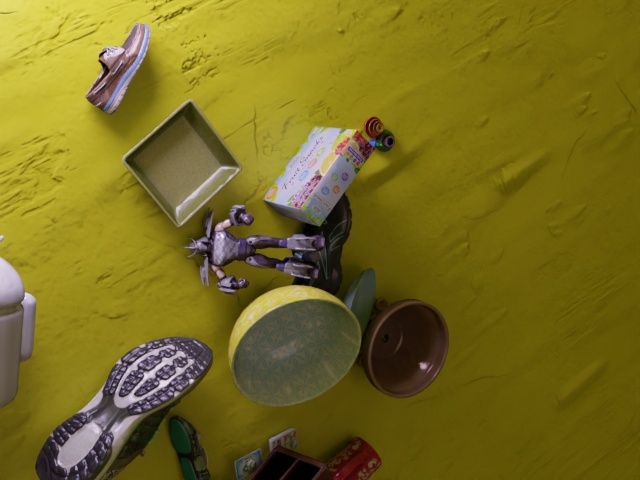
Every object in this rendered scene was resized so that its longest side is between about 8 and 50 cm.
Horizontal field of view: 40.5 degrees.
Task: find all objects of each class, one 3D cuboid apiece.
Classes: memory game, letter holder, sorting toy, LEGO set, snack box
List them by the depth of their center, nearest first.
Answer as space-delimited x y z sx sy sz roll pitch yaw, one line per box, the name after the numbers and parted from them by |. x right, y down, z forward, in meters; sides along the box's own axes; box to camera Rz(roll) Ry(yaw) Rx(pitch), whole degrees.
-0.007 -0.139 1.832 0.070 0.174 0.207 42 78 -29 | snack box
-0.062 0.654 1.937 0.214 0.152 0.301 -44 129 -36 | letter holder
0.140 -0.237 1.983 0.102 0.042 0.061 40 79 -33 | sorting toy
-0.151 0.552 1.986 0.244 0.060 0.182 -20 111 -40 | LEGO set
0.112 0.218 2.087 0.186 0.012 0.186 -8 105 -31 | memory game

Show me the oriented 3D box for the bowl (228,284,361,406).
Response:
-0.074 0.198 1.859 0.290 0.156 0.289 -12 125 -18 | bowl

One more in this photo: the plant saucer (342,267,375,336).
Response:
0.078 0.152 1.981 0.195 0.038 0.194 14 90 -72 | plant saucer

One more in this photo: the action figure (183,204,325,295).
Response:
-0.142 0.020 1.801 0.285 0.099 0.185 4 103 -13 | action figure

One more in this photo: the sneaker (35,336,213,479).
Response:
-0.379 0.361 1.761 0.410 0.158 0.182 -42 151 -20 | sneaker

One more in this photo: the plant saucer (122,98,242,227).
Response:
-0.279 -0.155 1.731 0.188 0.045 0.188 -45 121 -16 | plant saucer

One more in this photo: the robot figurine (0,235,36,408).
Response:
-0.619 0.165 1.492 0.300 0.200 0.353 -6 106 -60 | robot figurine

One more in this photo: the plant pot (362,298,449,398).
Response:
0.182 0.247 2.064 0.237 0.110 0.237 -7 103 -31 | plant pot

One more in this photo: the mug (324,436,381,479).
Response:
0.066 0.559 2.059 0.169 0.150 0.113 -39 103 -24 | mug

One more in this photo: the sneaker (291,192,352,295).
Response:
0.000 0.000 1.914 0.106 0.101 0.267 1 100 -30 | sneaker

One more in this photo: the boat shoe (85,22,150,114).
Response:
-0.378 -0.329 1.616 0.066 0.066 0.183 26 87 -33 | boat shoe

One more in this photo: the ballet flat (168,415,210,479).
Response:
-0.279 0.448 1.868 0.070 0.070 0.188 -19 112 -28 | ballet flat
